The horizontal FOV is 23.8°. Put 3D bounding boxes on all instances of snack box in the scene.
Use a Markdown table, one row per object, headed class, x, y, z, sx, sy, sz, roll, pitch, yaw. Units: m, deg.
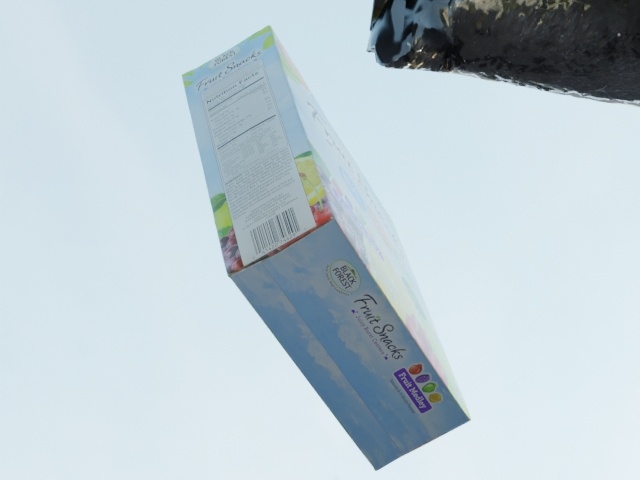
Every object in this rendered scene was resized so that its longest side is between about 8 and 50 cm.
| class | x | y | z | sx | sy | sz | roll | pitch | yaw |
| --- | --- | --- | --- | --- | --- | --- | --- | --- | --- |
| snack box | 0.000 | 0.000 | 0.881 | 0.070 | 0.207 | 0.174 | -29 | -52 | 7 |

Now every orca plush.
| class | x | y | z | sx | sy | sz | roll | pitch | yaw |
| --- | --- | --- | --- | --- | --- | --- | --- | --- | --- |
| orca plush | 0.163 | -0.084 | 0.473 | 0.287 | 0.151 | 0.102 | 12 | -78 | 10 |
